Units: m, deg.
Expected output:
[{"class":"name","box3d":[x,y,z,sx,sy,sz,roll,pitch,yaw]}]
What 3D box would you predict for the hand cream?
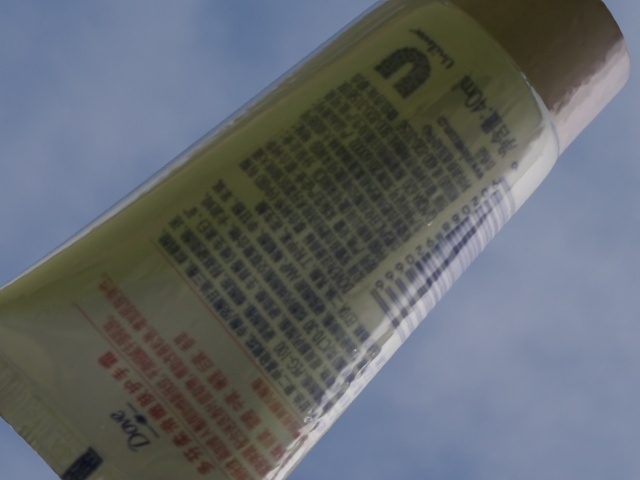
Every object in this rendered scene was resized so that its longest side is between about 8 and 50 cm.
[{"class":"hand cream","box3d":[0.000,0.000,0.587,0.248,0.083,0.133,-42,-67,-13]}]
